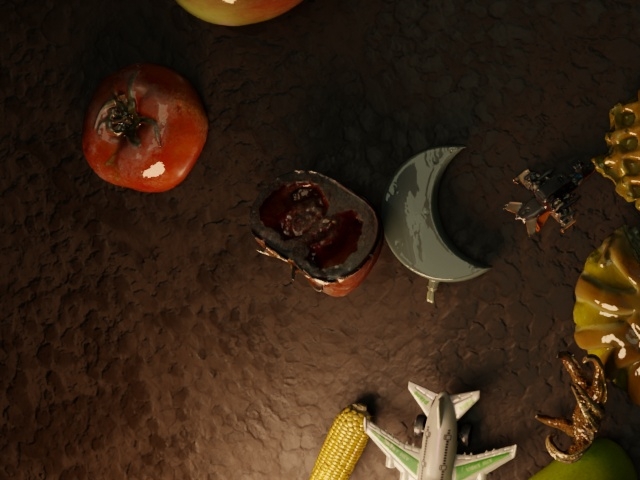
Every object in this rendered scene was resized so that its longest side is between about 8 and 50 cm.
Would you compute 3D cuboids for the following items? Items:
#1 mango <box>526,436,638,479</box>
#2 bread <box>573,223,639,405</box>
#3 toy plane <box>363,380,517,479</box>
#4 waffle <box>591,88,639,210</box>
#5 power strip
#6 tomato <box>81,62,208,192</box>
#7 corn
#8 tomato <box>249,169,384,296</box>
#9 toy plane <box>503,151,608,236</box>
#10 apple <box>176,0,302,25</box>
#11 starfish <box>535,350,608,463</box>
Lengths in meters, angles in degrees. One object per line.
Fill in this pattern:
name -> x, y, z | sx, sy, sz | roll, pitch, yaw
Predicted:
mango -> 0.389, 0.441, 1.829 | 0.273, 0.149, 0.185 | -43, 56, 10
bread -> 0.547, 0.124, 1.771 | 0.333, 0.160, 0.333 | 1, 94, 19
toy plane -> 0.192, 0.358, 1.916 | 0.251, 0.101, 0.255 | 7, 98, 16
waffle -> 0.561, -0.146, 1.774 | 0.291, 0.051, 0.291 | -9, 71, 27
power strip -> 0.185, -0.026, 1.929 | 0.168, 0.054, 0.253 | -10, 89, 19
tomato -> -0.319, -0.195, 2.051 | 0.237, 0.095, 0.236 | 0, 92, 17
corn -> 0.029, 0.365, 1.982 | 0.067, 0.067, 0.206 | 28, 102, 14
tomato -> 0.000, 0.000, 1.930 | 0.214, 0.155, 0.180 | 39, 80, 19
toy plane -> 0.383, -0.088, 1.863 | 0.188, 0.062, 0.135 | -42, 54, 11
apple -> -0.132, -0.504, 1.878 | 0.277, 0.319, 0.319 | -13, 88, -3
starfish -> 0.396, 0.241, 1.809 | 0.074, 0.146, 0.189 | 14, 120, -4
